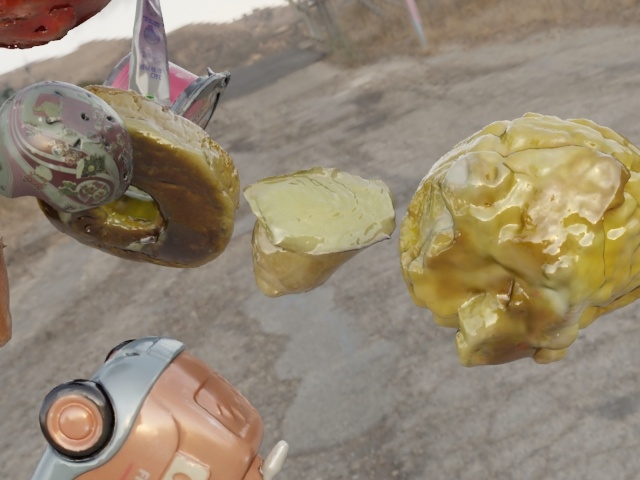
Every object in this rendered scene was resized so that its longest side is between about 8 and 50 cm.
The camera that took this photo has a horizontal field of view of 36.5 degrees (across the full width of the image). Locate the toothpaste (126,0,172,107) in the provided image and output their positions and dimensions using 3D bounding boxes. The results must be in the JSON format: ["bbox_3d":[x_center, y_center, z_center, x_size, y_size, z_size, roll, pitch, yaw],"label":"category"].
[{"bbox_3d":[-0.297,-0.379,1.689,0.048,0.301,0.075,-12,-16,43],"label":"toothpaste"}]

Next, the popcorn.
[{"bbox_3d":[0.301,-0.019,1.399,0.390,0.344,0.354,-31,35,-22],"label":"popcorn"}]

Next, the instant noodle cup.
[{"bbox_3d":[-0.338,-0.265,1.949,0.302,0.181,0.258,-56,-2,-29],"label":"instant noodle cup"}]

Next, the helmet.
[{"bbox_3d":[-0.304,-0.124,1.150,0.176,0.153,0.107,10,-36,-13],"label":"helmet"}]

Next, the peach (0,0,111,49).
[{"bbox_3d":[-0.321,-0.363,0.924,0.370,0.370,0.370,-22,12,5],"label":"peach"}]

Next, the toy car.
[{"bbox_3d":[-0.165,0.233,0.900,0.271,0.212,0.180,-58,-2,10],"label":"toy car"}]

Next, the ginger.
[{"bbox_3d":[0.004,-0.002,1.114,0.193,0.123,0.115,-11,47,-30],"label":"ginger"}]

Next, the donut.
[{"bbox_3d":[-0.282,-0.094,1.498,0.330,0.330,0.160,-18,37,24],"label":"donut"}]

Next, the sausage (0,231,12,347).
[{"bbox_3d":[-0.577,-0.026,1.591,0.094,0.419,0.094,-13,-5,17],"label":"sausage"}]
